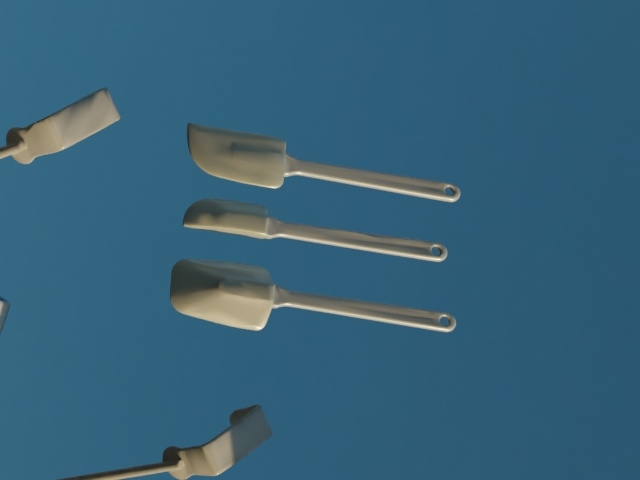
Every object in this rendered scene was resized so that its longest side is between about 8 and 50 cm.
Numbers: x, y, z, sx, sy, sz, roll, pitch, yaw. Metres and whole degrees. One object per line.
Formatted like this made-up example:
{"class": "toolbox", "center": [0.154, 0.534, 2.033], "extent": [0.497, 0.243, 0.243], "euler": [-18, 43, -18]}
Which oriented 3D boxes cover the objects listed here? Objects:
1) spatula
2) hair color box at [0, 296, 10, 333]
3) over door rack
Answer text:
{"class": "spatula", "center": [0.000, 0.000, 1.380], "extent": [0.019, 0.242, 0.168], "euler": [130, -33, -60]}
{"class": "hair color box", "center": [-0.438, 0.191, 1.577], "extent": [0.105, 0.174, 0.347], "euler": [22, -85, 44]}
{"class": "over door rack", "center": [-0.228, 0.071, 1.033], "extent": [0.324, 0.108, 0.239], "euler": [-18, -77, 27]}
